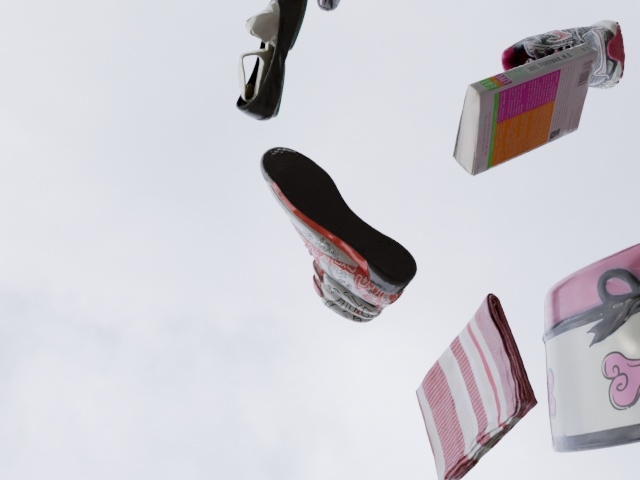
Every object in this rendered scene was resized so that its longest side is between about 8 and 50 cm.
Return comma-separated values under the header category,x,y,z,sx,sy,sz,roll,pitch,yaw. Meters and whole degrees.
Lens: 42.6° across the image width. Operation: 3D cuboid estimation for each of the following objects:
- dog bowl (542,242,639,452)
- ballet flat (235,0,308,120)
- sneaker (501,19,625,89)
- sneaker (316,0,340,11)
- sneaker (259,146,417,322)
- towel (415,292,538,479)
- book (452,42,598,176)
category,x,y,z,sx,sy,sz,roll,pitch,yaw
dog bowl,0.388,0.070,0.734,0.408,0.408,0.150,-7,-107,-24
ballet flat,-0.098,-0.360,1.544,0.096,0.095,0.280,4,-69,-29
sneaker,0.445,-0.328,1.499,0.112,0.299,0.120,-8,-82,-16
sneaker,0.101,-0.546,1.581,0.163,0.281,0.106,25,-141,3
sneaker,0.000,0.001,1.147,0.270,0.145,0.090,42,-130,9
towel,0.276,0.289,1.547,0.037,0.329,0.237,8,-135,-21
book,0.204,-0.131,0.811,0.144,0.096,0.035,-21,-131,-21
